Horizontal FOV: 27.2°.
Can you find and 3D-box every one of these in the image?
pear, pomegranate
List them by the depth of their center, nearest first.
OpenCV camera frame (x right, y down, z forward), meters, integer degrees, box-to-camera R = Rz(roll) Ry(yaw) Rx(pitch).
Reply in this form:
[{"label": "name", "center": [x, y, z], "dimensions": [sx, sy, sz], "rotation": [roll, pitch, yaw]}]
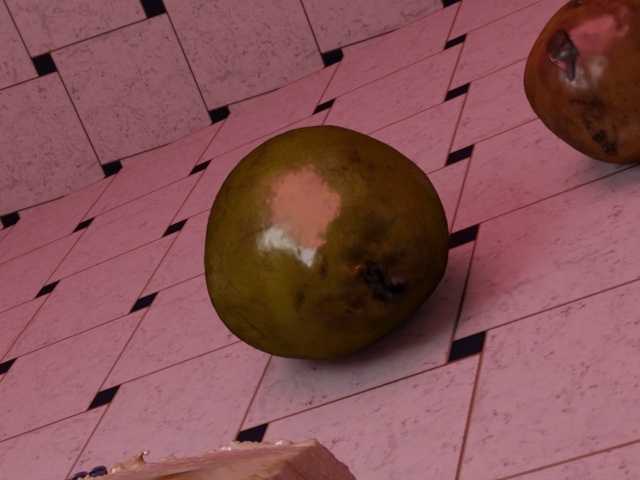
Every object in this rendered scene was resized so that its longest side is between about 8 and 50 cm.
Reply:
[{"label": "pear", "center": [0.000, 0.000, 1.881], "dimensions": [0.352, 0.352, 0.413], "rotation": [-36, 12, -13]}, {"label": "pomegranate", "center": [0.439, -0.246, 1.927], "dimensions": [0.281, 0.281, 0.281], "rotation": [-27, 21, 11]}]

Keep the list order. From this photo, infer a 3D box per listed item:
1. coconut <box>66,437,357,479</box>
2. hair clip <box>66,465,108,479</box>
[{"label": "coconut", "center": [-0.119, 0.379, 1.151], "dimensions": [0.405, 0.404, 0.404], "rotation": [-27, 21, 11]}, {"label": "hair clip", "center": [-0.351, 0.363, 1.904], "dimensions": [0.195, 0.052, 0.124], "rotation": [-12, 33, 30]}]
